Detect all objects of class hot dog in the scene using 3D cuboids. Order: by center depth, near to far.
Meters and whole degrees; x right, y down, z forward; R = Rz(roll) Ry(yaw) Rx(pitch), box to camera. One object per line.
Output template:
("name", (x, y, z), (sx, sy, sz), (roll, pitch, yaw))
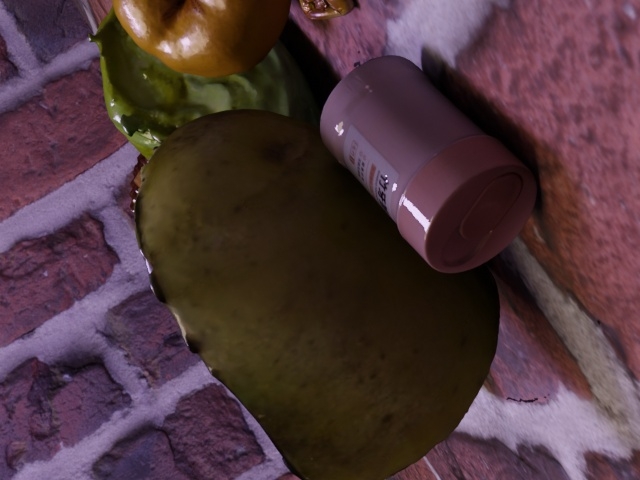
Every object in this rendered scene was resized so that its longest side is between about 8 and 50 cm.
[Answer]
("hot dog", (-0.002, -0.207, 0.909), (0.030, 0.034, 0.090), (61, 170, -24))

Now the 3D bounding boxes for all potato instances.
("potato", (0.000, 0.000, 0.902), (0.280, 0.213, 0.330), (46, -157, -47))

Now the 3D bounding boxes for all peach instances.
("peach", (-0.112, -0.242, 0.989), (0.179, 0.179, 0.103), (59, -151, -7))

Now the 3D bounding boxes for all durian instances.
("durian", (-0.101, -0.129, 1.165), (0.256, 0.204, 0.339), (47, 171, 33))

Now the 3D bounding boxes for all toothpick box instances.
("toothpick box", (0.077, -0.059, 0.786), (0.149, 0.098, 0.098), (52, 169, 38))

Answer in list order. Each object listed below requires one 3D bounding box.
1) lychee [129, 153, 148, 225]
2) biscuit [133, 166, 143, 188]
("lychee", (-0.128, -0.058, 1.499), (0.271, 0.271, 0.271), (55, 171, 14))
("biscuit", (-0.133, -0.015, 1.157), (0.184, 0.035, 0.249), (42, 177, -35))
